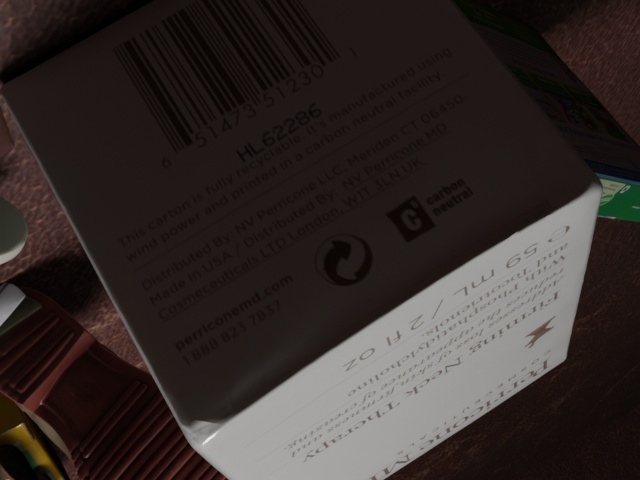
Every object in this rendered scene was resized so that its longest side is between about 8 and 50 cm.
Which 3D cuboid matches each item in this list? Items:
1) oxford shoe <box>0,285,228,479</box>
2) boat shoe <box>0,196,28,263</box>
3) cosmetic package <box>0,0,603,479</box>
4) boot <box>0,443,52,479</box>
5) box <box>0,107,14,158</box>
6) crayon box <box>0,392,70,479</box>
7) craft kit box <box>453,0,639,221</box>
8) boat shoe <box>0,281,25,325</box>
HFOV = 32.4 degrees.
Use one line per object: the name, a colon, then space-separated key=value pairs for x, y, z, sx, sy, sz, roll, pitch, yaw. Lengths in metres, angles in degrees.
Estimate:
oxford shoe: x=-0.183 y=0.179 z=1.036 sx=0.123 sy=0.348 sz=0.130 roll=-43 pitch=162 yaw=-12
boat shoe: x=-0.344 y=0.009 z=0.846 sx=0.227 sy=0.079 sz=0.081 roll=-7 pitch=151 yaw=-35
cosmetic package: x=0.000 y=0.000 z=0.940 sx=0.329 sy=0.327 sz=0.394 roll=-32 pitch=156 yaw=-5
boot: x=-0.331 y=0.280 z=1.132 sx=0.106 sy=0.082 sz=0.219 roll=-32 pitch=157 yaw=-12
box: x=-0.357 y=-0.023 z=0.556 sx=0.381 sy=0.143 sz=0.191 roll=-46 pitch=159 yaw=-25
crayon box: x=-0.401 y=0.275 z=1.232 sx=0.203 sy=0.083 sz=0.323 roll=-27 pitch=155 yaw=-15
craft kit box: x=0.206 y=-0.129 z=1.056 sx=0.061 sy=0.247 sz=0.250 roll=-44 pitch=153 yaw=27
boat shoe: x=-0.363 y=0.096 z=0.976 sx=0.228 sy=0.076 sz=0.080 roll=-37 pitch=-167 yaw=20
